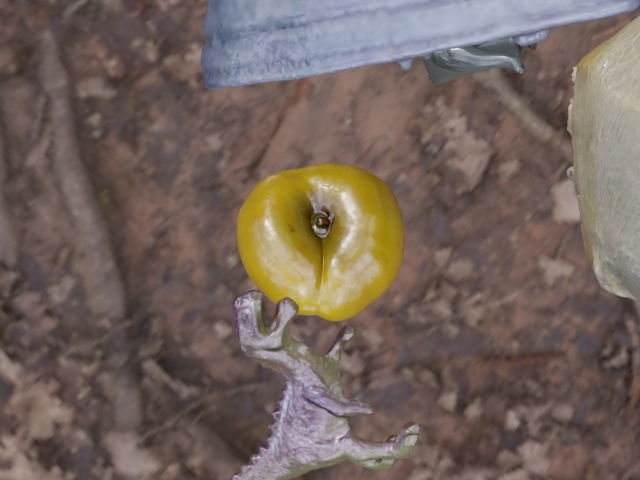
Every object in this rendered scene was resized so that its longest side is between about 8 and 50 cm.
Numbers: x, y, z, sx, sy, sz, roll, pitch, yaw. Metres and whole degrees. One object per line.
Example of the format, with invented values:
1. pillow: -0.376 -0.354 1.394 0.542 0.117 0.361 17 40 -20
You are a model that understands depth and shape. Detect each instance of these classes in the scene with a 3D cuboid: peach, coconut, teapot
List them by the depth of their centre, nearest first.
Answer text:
1. coconut: 0.387 -0.075 1.446 0.360 0.346 0.346 -35 97 -4
2. peach: 0.000 0.000 1.750 0.179 0.179 0.103 25 160 11
3. teapot: 0.194 -0.268 1.878 0.149 0.239 0.162 -3 134 16

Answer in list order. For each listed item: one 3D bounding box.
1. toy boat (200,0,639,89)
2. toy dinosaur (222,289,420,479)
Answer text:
1. toy boat: 0.058 -0.150 1.072 0.283 0.127 0.078 -10 103 6
2. toy dinosaur: -0.028 0.165 1.401 0.200 0.072 0.251 16 122 -9
